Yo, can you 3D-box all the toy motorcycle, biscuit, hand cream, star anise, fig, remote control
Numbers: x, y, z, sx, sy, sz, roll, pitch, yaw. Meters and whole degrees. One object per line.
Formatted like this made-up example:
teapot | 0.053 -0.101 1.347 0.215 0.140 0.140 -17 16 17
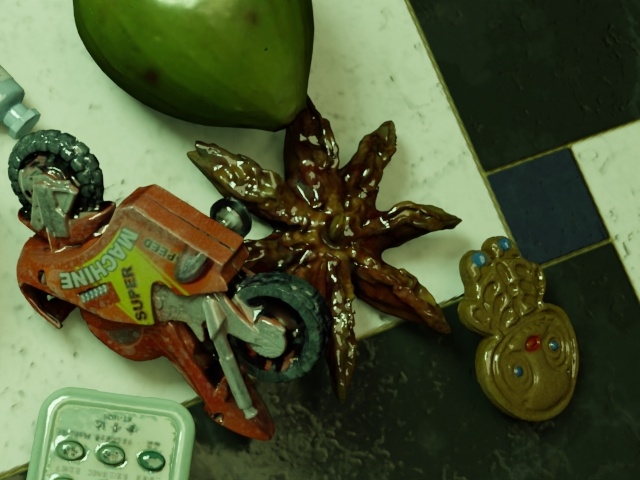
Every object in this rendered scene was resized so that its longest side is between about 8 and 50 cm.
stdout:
toy motorcycle | -0.134 0.035 0.982 0.298 0.171 0.089 33 28 2
biscuit | 0.181 0.083 1.114 0.124 0.026 0.175 -30 100 -35
hand cream | -0.311 -0.155 1.045 0.170 0.043 0.065 43 66 3
star anise | 0.000 0.001 1.075 0.288 0.088 0.288 4 76 -15
fig | -0.094 -0.186 1.043 0.203 0.203 0.225 -37 93 -23
remote control | -0.180 0.286 0.946 0.128 0.065 0.335 9 72 -7
